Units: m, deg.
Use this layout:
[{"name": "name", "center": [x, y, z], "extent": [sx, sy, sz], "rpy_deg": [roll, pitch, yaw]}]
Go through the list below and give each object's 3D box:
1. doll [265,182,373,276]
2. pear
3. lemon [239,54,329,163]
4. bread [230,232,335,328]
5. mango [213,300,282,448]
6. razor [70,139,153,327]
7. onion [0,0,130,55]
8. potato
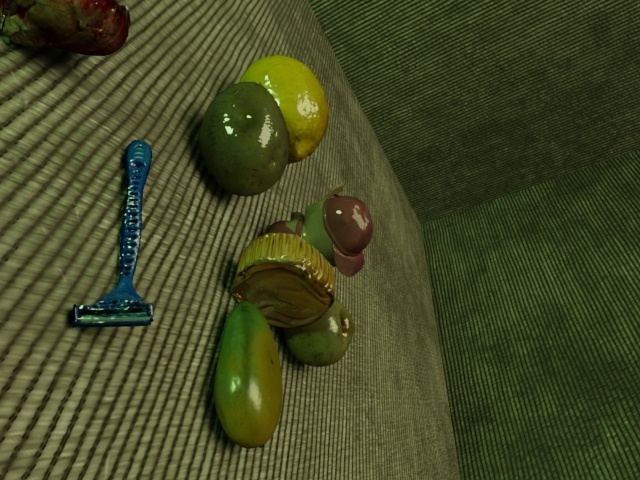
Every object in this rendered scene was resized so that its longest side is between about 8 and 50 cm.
[{"name": "doll", "center": [0.000, -0.002, 1.007], "extent": [0.196, 0.256, 0.152], "rpy_deg": [62, 18, -20]}, {"name": "pear", "center": [-0.005, 0.199, 0.986], "extent": [0.167, 0.136, 0.167], "rpy_deg": [-16, 90, -70]}, {"name": "lemon", "center": [-0.095, -0.316, 1.084], "extent": [0.233, 0.233, 0.288], "rpy_deg": [19, 50, -63]}, {"name": "bread", "center": [-0.069, 0.075, 0.868], "extent": [0.199, 0.199, 0.104], "rpy_deg": [54, 26, -35]}, {"name": "mango", "center": [-0.117, 0.225, 0.756], "extent": [0.237, 0.091, 0.137], "rpy_deg": [-89, 156, -42]}, {"name": "razor", "center": [-0.278, -0.019, 0.642], "extent": [0.056, 0.093, 0.324], "rpy_deg": [109, -23, -52]}, {"name": "onion", "center": [-0.361, -0.320, 0.599], "extent": [0.184, 0.147, 0.184], "rpy_deg": [43, -6, 6]}, {"name": "potato", "center": [-0.154, -0.208, 0.915], "extent": [0.178, 0.160, 0.235], "rpy_deg": [15, 85, -46]}]
